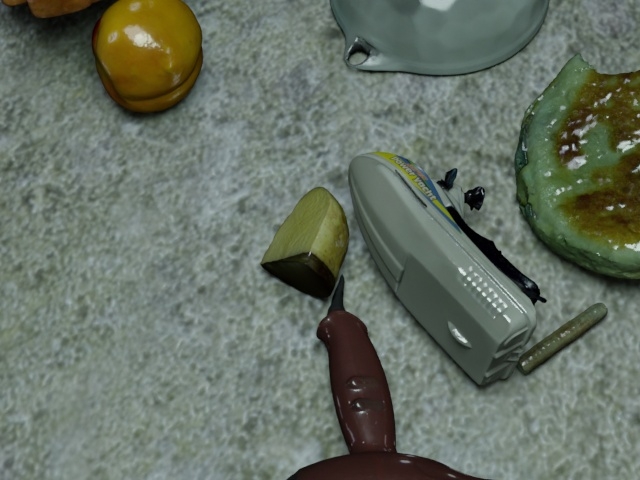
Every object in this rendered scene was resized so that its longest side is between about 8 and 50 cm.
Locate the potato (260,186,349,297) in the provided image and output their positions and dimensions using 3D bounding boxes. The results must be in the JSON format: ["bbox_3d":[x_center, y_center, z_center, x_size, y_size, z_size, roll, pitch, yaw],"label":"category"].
[{"bbox_3d":[0.000,0.000,1.150,0.096,0.066,0.103,0,56,55],"label":"potato"}]

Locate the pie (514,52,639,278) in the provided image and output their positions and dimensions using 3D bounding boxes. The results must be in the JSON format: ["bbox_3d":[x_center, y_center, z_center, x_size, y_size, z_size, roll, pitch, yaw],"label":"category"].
[{"bbox_3d":[0.344,-0.095,1.152,0.302,0.067,0.302,-13,56,19],"label":"pie"}]

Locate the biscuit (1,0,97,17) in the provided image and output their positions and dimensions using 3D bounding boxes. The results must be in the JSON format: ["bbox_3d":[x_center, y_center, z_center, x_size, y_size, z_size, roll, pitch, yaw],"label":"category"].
[{"bbox_3d":[-0.295,-0.336,1.301,0.306,0.043,0.284,11,36,33],"label":"biscuit"}]

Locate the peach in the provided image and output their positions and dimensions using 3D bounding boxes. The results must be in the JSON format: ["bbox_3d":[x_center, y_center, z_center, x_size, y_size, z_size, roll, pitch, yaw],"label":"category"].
[{"bbox_3d":[-0.197,-0.221,1.244,0.138,0.138,0.138,-1,62,3],"label":"peach"}]

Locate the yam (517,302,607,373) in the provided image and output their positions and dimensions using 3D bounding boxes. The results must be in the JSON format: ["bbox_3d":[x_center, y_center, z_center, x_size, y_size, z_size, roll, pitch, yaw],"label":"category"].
[{"bbox_3d":[0.249,0.100,1.113,0.116,0.021,0.021,-33,65,-15],"label":"yam"}]

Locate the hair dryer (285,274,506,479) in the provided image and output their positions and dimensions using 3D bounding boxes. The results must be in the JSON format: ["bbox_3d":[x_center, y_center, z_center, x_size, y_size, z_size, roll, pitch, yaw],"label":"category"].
[{"bbox_3d":[0.091,0.169,1.059,0.312,0.123,0.340,-3,50,-11],"label":"hair dryer"}]

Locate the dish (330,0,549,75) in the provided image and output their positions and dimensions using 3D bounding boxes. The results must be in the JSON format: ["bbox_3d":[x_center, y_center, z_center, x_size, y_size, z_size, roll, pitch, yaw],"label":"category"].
[{"bbox_3d":[0.141,-0.340,1.299,0.303,0.120,0.303,-1,62,2],"label":"dish"}]

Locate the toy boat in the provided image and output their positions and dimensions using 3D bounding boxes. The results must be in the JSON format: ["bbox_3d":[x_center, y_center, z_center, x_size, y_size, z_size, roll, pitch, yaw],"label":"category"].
[{"bbox_3d":[0.131,0.011,1.107,0.141,0.141,0.269,-22,61,-8],"label":"toy boat"}]
